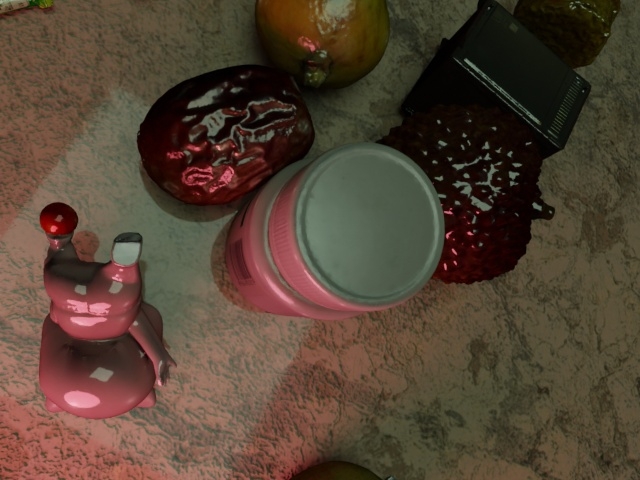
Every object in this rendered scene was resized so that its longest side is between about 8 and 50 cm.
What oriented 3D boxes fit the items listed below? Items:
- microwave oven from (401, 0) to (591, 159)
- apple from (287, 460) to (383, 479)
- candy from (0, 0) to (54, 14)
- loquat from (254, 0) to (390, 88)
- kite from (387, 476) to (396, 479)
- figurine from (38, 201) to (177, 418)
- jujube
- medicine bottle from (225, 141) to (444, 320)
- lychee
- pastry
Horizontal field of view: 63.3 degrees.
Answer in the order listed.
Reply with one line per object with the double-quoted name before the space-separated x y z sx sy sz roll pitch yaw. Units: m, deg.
"microwave oven" 0.295 -0.248 0.896 0.247 0.188 0.178 37 69 -7
"apple" 0.025 0.411 0.724 0.207 0.188 0.173 -25 91 -20
"candy" -0.487 -0.355 0.731 0.178 0.032 0.102 -25 95 -20
"loquat" 0.005 -0.325 0.793 0.214 0.213 0.246 17 57 -16
"kite" 0.080 0.505 0.824 0.245 0.015 0.141 -40 95 -22
"figurine" -0.273 0.095 0.666 0.176 0.186 0.287 -1 119 -8
"jujube" -0.134 -0.150 0.742 0.243 0.183 0.183 -21 91 2
"medicine bottle" 0.000 0.000 0.685 0.208 0.340 0.208 2 83 -19
"lychee" 0.206 -0.071 0.802 0.304 0.276 0.275 8 81 2
"pastry" 0.445 -0.402 0.958 0.189 0.189 0.103 26 78 -14
